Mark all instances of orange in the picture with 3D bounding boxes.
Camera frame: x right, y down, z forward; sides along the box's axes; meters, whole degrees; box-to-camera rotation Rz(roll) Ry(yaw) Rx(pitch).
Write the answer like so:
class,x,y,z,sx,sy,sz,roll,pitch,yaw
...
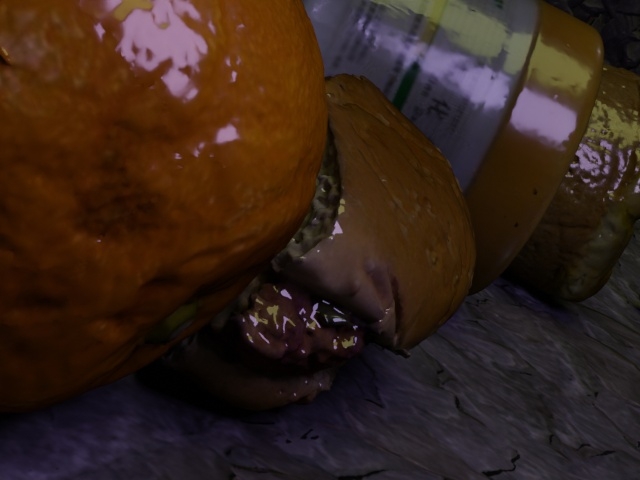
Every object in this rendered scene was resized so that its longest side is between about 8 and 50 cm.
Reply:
class,x,y,z,sx,sy,sz,roll,pitch,yaw
orange,-0.124,-0.055,0.601,0.261,0.261,0.261,26,18,-9

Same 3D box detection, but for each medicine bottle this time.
class,x,y,z,sx,sy,sz,roll,pitch,yaw
medicine bottle,0.065,-0.106,1.058,0.232,0.238,0.238,25,18,-7

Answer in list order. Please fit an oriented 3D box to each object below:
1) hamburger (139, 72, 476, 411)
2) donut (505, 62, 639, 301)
class,x,y,z,sx,sy,sz,roll,pitch,yaw
hamburger,0.000,0.000,0.814,0.245,0.155,0.282,28,25,-39
donut,0.218,-0.071,1.244,0.128,0.208,0.261,24,13,-12
